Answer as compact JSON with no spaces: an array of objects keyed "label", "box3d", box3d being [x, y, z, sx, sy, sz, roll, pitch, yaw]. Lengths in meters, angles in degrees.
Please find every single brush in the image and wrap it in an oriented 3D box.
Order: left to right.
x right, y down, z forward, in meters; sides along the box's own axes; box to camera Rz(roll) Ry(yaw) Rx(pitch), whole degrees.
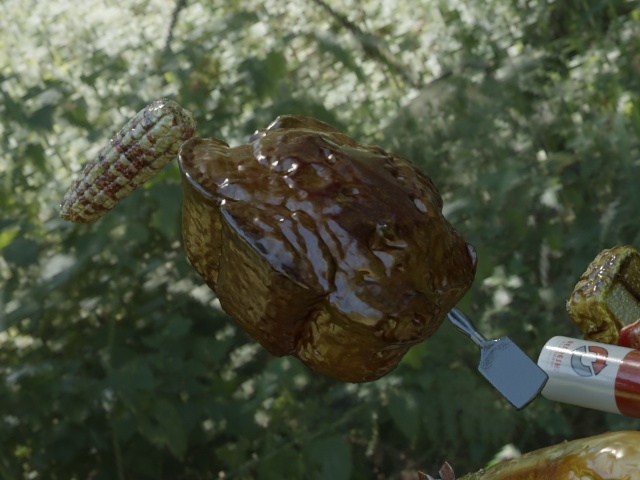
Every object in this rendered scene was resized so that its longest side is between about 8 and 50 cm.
[{"label":"brush","box3d":[0.225,0.145,1.564,0.063,0.016,0.193,-49,52,8]}]

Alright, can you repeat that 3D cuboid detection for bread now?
[{"label":"bread","box3d":[0.012,0.001,0.964,0.232,0.246,0.135,-22,-35,-41]},{"label":"bread","box3d":[0.550,0.133,2.100,0.181,0.222,0.096,-46,14,-26]}]

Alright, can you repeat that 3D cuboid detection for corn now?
[{"label":"corn","box3d":[-0.257,-0.098,1.554,0.237,0.079,0.079,-41,8,26]}]

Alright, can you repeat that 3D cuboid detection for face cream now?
[{"label":"face cream","box3d":[0.420,0.197,1.663,0.214,0.096,0.096,7,35,45]}]

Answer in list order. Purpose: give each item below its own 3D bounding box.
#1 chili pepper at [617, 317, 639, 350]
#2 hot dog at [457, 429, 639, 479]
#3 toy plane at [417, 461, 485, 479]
[{"label":"chili pepper","box3d":[0.533,0.141,1.768,0.252,0.136,0.144,-32,8,45]},{"label":"hot dog","box3d":[0.161,0.217,0.763,0.349,0.117,0.158,119,166,-71]},{"label":"toy plane","box3d":[0.222,0.475,1.677,0.104,0.327,0.223,-13,-13,-17]}]
